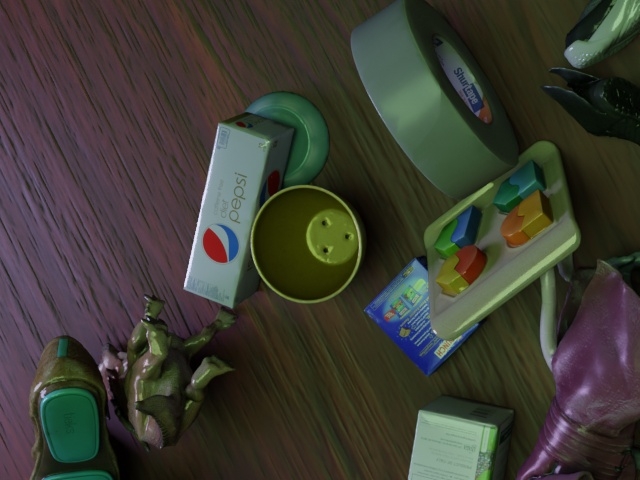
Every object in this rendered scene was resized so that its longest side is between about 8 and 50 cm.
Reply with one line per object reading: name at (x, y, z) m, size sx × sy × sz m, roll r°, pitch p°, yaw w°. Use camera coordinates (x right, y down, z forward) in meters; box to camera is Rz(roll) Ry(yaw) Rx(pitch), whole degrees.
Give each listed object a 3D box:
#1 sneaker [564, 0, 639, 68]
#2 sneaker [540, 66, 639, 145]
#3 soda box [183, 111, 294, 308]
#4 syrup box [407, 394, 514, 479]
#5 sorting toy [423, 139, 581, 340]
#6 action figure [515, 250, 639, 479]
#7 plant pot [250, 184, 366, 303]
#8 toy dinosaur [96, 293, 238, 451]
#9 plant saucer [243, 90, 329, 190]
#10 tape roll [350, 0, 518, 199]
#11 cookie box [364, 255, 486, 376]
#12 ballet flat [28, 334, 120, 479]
sneaker at (0.321, -0.318, 1.702) m, size 0.153 × 0.101 × 0.268 m, roll 44°, pitch 102°, yaw 12°
sneaker at (0.325, -0.134, 1.740) m, size 0.170 × 0.089 × 0.051 m, roll 33°, pitch 73°, yaw -19°
soda box at (-0.096, -0.036, 1.881) m, size 0.069 × 0.074 × 0.216 m, roll 21°, pitch 112°, yaw 17°
syrup box at (0.149, 0.305, 1.832) m, size 0.096 × 0.093 × 0.236 m, roll 10°, pitch 99°, yaw 19°
sorting toy at (0.186, -0.008, 1.739) m, size 0.193 × 0.208 × 0.038 m, roll -38°, pitch 115°, yaw 20°
action figure at (0.275, 0.196, 1.692) m, size 0.276 × 0.248 × 0.370 m, roll 28°, pitch 102°, yaw 17°
plant pot at (0.000, 0.000, 1.855) m, size 0.134 × 0.095 × 0.134 m, roll 2°, pitch 96°, yaw 21°
toy dinosaur at (-0.191, 0.181, 1.883) m, size 0.127 × 0.295 × 0.200 m, roll 23°, pitch 107°, yaw -14°
plant saucer at (-0.049, -0.116, 1.900) m, size 0.119 × 0.021 × 0.119 m, roll 2°, pitch 96°, yaw 21°
tape roll at (0.124, -0.155, 1.726) m, size 0.072 × 0.219 × 0.219 m, roll -33°, pitch 84°, yaw 20°
cookie box at (0.120, 0.086, 1.848) m, size 0.107 × 0.040 × 0.092 m, roll 47°, pitch 109°, yaw 11°
ballet flat at (-0.306, 0.244, 1.965) m, size 0.116 × 0.124 × 0.342 m, roll -4°, pitch 134°, yaw -8°
